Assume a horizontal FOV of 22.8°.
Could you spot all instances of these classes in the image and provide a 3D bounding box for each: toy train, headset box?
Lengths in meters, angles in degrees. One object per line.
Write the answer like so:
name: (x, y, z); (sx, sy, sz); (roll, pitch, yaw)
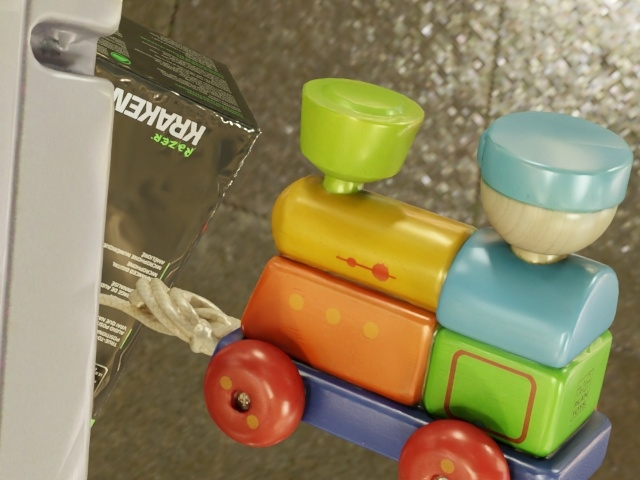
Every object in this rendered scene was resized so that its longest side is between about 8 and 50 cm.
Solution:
toy train: (0.000, 0.000, 0.623); (0.248, 0.143, 0.105); (20, 25, 26)
headset box: (-0.220, -0.026, 1.048); (0.246, 0.283, 0.131); (25, 18, -24)

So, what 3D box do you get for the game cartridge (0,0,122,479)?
game cartridge: (-0.164, 0.081, 0.400); (0.230, 0.068, 0.355); (6, 87, -42)
